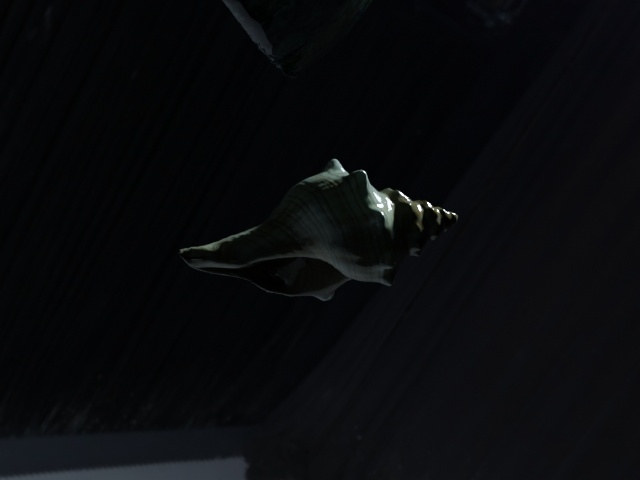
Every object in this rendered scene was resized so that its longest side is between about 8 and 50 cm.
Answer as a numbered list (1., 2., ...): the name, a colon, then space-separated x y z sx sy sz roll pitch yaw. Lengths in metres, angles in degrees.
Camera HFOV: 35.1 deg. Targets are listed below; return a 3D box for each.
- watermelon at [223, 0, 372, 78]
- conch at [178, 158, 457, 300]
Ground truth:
1. watermelon: -0.032 -0.264 0.630 0.292 0.283 0.250 21 7 -31
2. conch: 0.006 -0.007 0.926 0.137 0.234 0.114 64 22 -51
